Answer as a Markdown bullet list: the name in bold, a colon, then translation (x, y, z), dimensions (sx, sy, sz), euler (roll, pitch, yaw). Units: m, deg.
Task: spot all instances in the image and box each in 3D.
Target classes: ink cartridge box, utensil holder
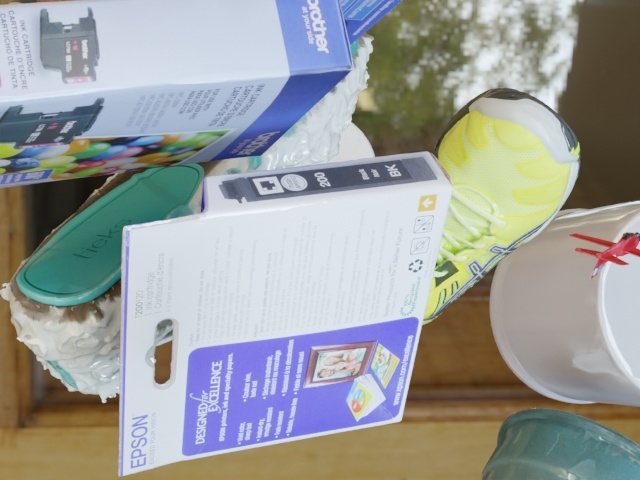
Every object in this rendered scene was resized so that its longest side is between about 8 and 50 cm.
- **ink cartridge box**: translation (-0.111, -0.087, 0.706), dimensions (0.186, 0.311, 0.065), euler (150, -72, -67)
- **ink cartridge box**: translation (-0.031, 0.048, 0.759), dimensions (0.045, 0.208, 0.206), euler (-123, -147, -46)
- **utensil holder**: translation (0.476, 0.096, 1.827), dimensions (0.385, 0.328, 0.327), euler (160, -69, -77)

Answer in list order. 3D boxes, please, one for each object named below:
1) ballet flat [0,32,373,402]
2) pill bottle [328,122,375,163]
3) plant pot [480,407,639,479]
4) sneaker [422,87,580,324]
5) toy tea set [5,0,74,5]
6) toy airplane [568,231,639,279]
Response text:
- **ballet flat**: translation (-0.092, -0.031, 0.962), dimensions (0.409, 0.147, 0.147), euler (-47, 162, -34)
- **pill bottle**: translation (0.000, 0.000, 1.626), dimensions (0.392, 0.224, 0.224), euler (74, 11, -63)
- **plant pot**: translation (0.304, 0.466, 1.634), dimensions (0.334, 0.341, 0.341), euler (-45, 163, -30)
- **sneaker**: translation (0.128, 0.000, 1.190), dimensions (0.147, 0.145, 0.384), euler (-54, 178, -38)
- **toy tea set**: translation (-0.313, -0.248, 1.239), dimensions (0.336, 0.200, 0.124), euler (64, -17, 5)
- **toy airplane**: translation (0.366, 0.012, 1.478), dimensions (0.151, 0.151, 0.028), euler (-108, -160, -64)
